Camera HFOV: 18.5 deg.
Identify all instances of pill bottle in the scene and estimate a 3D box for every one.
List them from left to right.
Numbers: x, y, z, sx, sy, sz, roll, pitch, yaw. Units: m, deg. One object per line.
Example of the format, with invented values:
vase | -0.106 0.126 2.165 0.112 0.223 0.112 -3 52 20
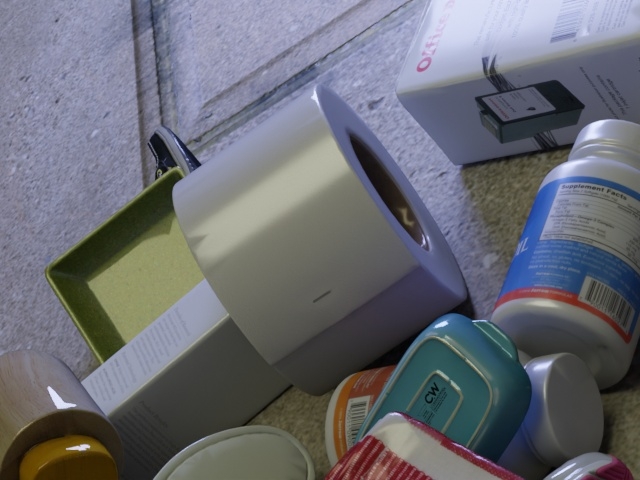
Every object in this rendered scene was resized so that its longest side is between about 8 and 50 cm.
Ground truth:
pill bottle | 0.121 0.154 1.638 0.216 0.121 0.121 -13 43 36
pill bottle | 0.233 0.008 1.685 0.124 0.124 0.221 -8 45 40

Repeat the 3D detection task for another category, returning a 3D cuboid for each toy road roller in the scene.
toy road roller | -0.311 0.280 1.749 0.241 0.329 0.202 -7 24 -25

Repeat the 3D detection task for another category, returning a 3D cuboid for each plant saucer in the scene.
plant saucer | -0.166 0.052 2.052 0.188 0.045 0.188 -38 70 7

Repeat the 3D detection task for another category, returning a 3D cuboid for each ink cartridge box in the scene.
ink cartridge box | 0.242 -0.206 1.918 0.289 0.121 0.211 -9 45 40

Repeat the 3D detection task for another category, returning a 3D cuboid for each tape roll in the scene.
tape roll | 0.000 0.000 1.823 0.169 0.246 0.246 -34 34 12

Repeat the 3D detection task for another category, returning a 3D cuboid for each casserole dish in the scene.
casserole dish | 0.090 0.146 1.561 0.114 0.037 0.188 42 114 26

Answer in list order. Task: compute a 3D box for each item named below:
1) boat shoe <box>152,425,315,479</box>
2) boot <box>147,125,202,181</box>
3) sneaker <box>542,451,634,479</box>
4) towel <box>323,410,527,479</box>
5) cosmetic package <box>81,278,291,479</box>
boat shoe | -0.129 0.273 1.693 0.319 0.116 0.099 -40 -8 -40
boot | -0.193 -0.014 2.173 0.178 0.085 0.236 -38 41 5
sneaker | 0.134 0.249 1.534 0.252 0.103 0.111 -41 35 0
towel | 0.024 0.281 1.415 0.329 0.037 0.237 -47 40 -15
cosmetic package | -0.135 0.143 1.918 0.231 0.117 0.085 -40 35 2
